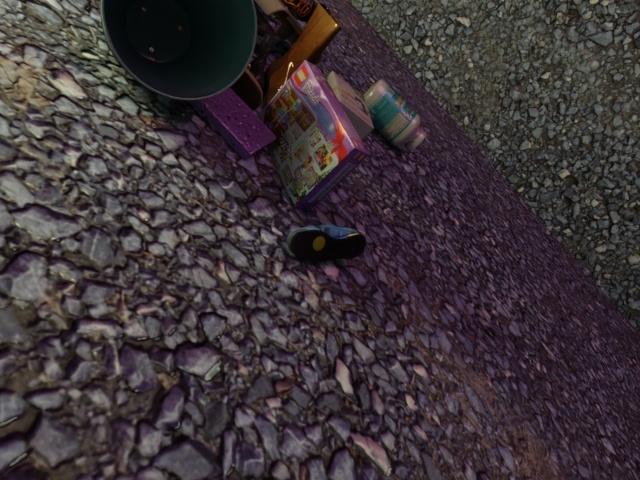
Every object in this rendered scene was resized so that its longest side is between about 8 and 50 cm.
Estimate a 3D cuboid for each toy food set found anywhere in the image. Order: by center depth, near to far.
[{"bbox_3d":[-0.130,-0.702,1.729,0.219,0.092,0.306,58,14,29],"label":"toy food set"}]

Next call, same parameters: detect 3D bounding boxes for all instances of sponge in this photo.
[{"bbox_3d":[-0.203,-0.280,1.192,0.210,0.031,0.117,46,39,-5],"label":"sponge"}]

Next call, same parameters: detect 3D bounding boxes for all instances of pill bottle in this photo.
[{"bbox_3d":[0.265,-0.450,1.958,0.264,0.146,0.146,42,29,-12],"label":"pill bottle"}]

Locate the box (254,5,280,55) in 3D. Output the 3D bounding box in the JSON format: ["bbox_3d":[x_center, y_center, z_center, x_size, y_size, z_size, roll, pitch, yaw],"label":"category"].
[{"bbox_3d":[-0.289,-0.706,1.582,0.307,0.076,0.242,56,29,14],"label":"box"}]

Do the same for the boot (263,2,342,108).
[{"bbox_3d":[-0.033,-0.445,1.391,0.096,0.280,0.264,26,35,-35],"label":"boot"}]

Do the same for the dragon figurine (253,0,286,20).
[{"bbox_3d":[-0.216,-0.847,1.852,0.289,0.144,0.085,-10,62,-36],"label":"dragon figurine"}]

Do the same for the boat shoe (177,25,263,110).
[{"bbox_3d":[-0.245,-0.424,1.259,0.285,0.104,0.089,42,31,-10],"label":"boat shoe"}]

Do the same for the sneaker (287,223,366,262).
[{"bbox_3d":[0.000,0.000,1.124,0.209,0.069,0.082,1,20,-43],"label":"sneaker"}]

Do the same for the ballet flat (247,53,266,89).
[{"bbox_3d":[-0.174,-0.462,1.467,0.049,0.057,0.173,44,33,-31],"label":"ballet flat"}]

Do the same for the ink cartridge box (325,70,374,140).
[{"bbox_3d":[0.076,-0.428,1.724,0.154,0.093,0.212,31,34,-30],"label":"ink cartridge box"}]

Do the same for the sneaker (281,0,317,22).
[{"bbox_3d":[-0.079,-0.780,1.740,0.215,0.084,0.083,27,24,-38],"label":"sneaker"}]

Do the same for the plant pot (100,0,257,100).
[{"bbox_3d":[-0.300,-0.430,1.063,0.290,0.290,0.195,26,-1,-35],"label":"plant pot"}]

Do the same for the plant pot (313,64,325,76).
[{"bbox_3d":[-0.035,-0.546,1.745,0.083,0.083,0.079,28,22,-32],"label":"plant pot"}]

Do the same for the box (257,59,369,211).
[{"bbox_3d":[-0.030,-0.241,1.226,0.057,0.201,0.293,12,45,-47],"label":"box"}]
